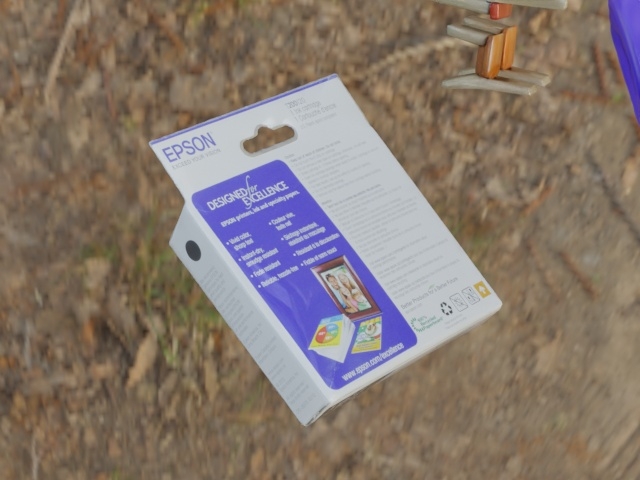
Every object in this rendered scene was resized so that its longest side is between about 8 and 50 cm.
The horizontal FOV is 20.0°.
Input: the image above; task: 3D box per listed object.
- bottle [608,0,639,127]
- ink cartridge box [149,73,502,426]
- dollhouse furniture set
[{"bbox_3d":[0.332,-0.147,1.161,0.283,0.092,0.118,-16,69,5],"label":"bottle"},{"bbox_3d":[0.000,0.000,1.225,0.206,0.045,0.208,-24,76,-48],"label":"ink cartridge box"},{"bbox_3d":[0.194,-0.268,1.744,0.135,0.259,0.262,9,104,16],"label":"dollhouse furniture set"}]
